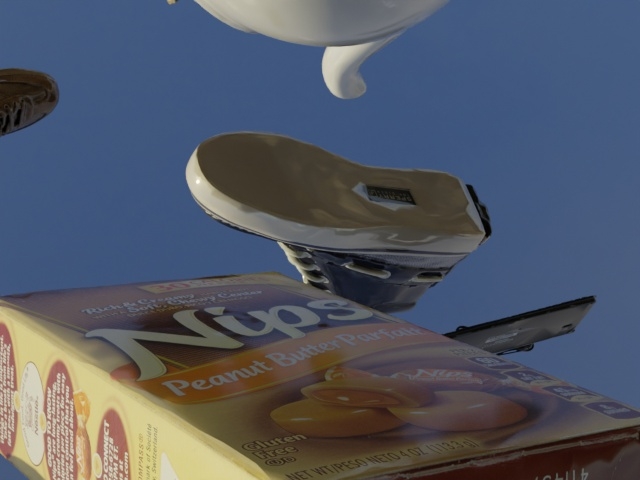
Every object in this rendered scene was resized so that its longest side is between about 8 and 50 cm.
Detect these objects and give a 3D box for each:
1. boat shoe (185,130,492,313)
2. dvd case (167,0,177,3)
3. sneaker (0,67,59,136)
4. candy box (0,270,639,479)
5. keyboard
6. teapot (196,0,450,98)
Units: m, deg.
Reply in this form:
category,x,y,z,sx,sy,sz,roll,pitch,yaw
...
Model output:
category,x,y,z,sx,sy,sz,roll,pitch,yaw
boat shoe,0.000,0.000,1.277,0.340,0.158,0.127,10,-136,-31
dvd case,-0.161,-0.393,1.403,0.018,0.221,0.164,-3,-147,43
sneaker,-0.310,-0.102,1.154,0.188,0.066,0.071,-18,-132,-35
candy box,-0.019,0.089,0.603,0.183,0.087,0.316,-4,-168,-32
keyboard,0.162,0.084,1.231,0.192,0.100,0.038,-11,-117,-20
teapot,-0.033,-0.225,0.809,0.252,0.187,0.256,-15,-96,-57
